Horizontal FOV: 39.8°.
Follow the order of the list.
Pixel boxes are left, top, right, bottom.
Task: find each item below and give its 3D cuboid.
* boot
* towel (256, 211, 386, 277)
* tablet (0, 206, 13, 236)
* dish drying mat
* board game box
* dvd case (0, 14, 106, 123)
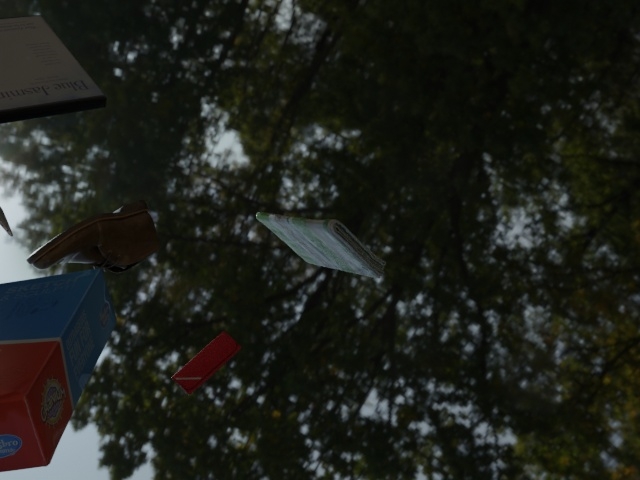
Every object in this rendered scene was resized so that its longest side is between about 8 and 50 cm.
[{"bbox_3d":[-0.417,0.013,1.679,0.305,0.112,0.115,-27,-88,-54],"label":"boot"},{"bbox_3d":[0.000,0.000,1.095,0.152,0.023,0.113,11,153,50],"label":"towel"},{"bbox_3d":[-0.367,-0.038,0.991,0.006,0.054,0.083,-37,-146,-8],"label":"tablet"},{"bbox_3d":[-0.132,0.142,1.031,0.032,0.008,0.083,38,-115,22],"label":"dish drying mat"},{"bbox_3d":[-0.363,0.122,0.774,0.317,0.064,0.242,-9,-159,3],"label":"board game box"},{"bbox_3d":[-0.449,-0.255,1.294,0.180,0.022,0.253,-16,-132,-34],"label":"dvd case"}]
